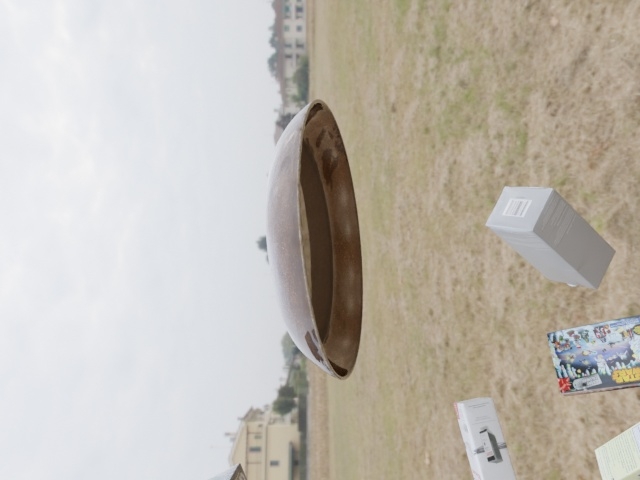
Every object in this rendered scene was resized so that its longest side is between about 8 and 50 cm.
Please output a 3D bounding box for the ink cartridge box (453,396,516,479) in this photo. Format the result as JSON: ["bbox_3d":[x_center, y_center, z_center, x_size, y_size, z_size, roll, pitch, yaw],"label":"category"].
[{"bbox_3d":[0.285,0.349,0.854,0.099,0.056,0.135,71,-173,-72],"label":"ink cartridge box"}]

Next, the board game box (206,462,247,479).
[{"bbox_3d":[-0.232,0.426,0.712,0.042,0.243,0.165,63,178,7],"label":"board game box"}]

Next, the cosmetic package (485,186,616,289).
[{"bbox_3d":[0.469,-0.004,0.991,0.107,0.238,0.127,-61,27,-7],"label":"cosmetic package"}]

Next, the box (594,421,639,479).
[{"bbox_3d":[0.889,0.575,1.247,0.243,0.214,0.117,-62,4,37],"label":"box"}]

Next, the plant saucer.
[{"bbox_3d":[0.000,0.000,0.558,0.310,0.050,0.310,-5,-90,-77],"label":"plant saucer"}]

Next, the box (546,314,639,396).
[{"bbox_3d":[0.410,0.167,0.703,0.027,0.137,0.093,31,-133,-42],"label":"box"}]
